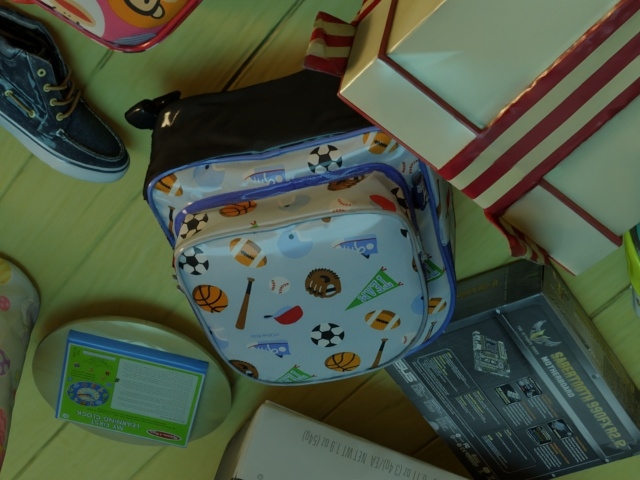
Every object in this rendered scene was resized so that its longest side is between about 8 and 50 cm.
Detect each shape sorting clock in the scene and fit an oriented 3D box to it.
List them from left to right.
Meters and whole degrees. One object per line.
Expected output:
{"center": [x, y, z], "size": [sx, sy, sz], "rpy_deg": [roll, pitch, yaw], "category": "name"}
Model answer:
{"center": [-0.192, 0.145, 1.450], "size": [0.206, 0.040, 0.206], "rpy_deg": [4, 132, 4], "category": "shape sorting clock"}

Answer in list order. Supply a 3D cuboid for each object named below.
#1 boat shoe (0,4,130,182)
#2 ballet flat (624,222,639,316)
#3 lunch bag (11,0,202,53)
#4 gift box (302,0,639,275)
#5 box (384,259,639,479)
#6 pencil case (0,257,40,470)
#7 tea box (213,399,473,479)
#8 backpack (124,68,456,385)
{"center": [-0.230, -0.123, 1.208], "size": [0.183, 0.065, 0.083], "rpy_deg": [33, 131, -15], "category": "boat shoe"}
{"center": [0.321, 0.058, 1.244], "size": [0.231, 0.077, 0.077], "rpy_deg": [38, 144, -23], "category": "ballet flat"}
{"center": [-0.193, -0.274, 1.032], "size": [0.293, 0.120, 0.258], "rpy_deg": [35, 129, -19], "category": "lunch bag"}
{"center": [0.157, -0.146, 0.971], "size": [0.255, 0.276, 0.258], "rpy_deg": [38, 129, -14], "category": "gift box"}
{"center": [0.184, 0.134, 1.347], "size": [0.183, 0.056, 0.231], "rpy_deg": [-23, 123, 28], "category": "box"}
{"center": [-0.340, 0.138, 1.328], "size": [0.113, 0.273, 0.124], "rpy_deg": [-6, 136, 9], "category": "pencil case"}
{"center": [0.026, 0.375, 1.380], "size": [0.329, 0.324, 0.220], "rpy_deg": [20, 159, -6], "category": "tea box"}
{"center": [0.000, 0.000, 1.183], "size": [0.276, 0.213, 0.263], "rpy_deg": [-8, 139, 15], "category": "backpack"}
